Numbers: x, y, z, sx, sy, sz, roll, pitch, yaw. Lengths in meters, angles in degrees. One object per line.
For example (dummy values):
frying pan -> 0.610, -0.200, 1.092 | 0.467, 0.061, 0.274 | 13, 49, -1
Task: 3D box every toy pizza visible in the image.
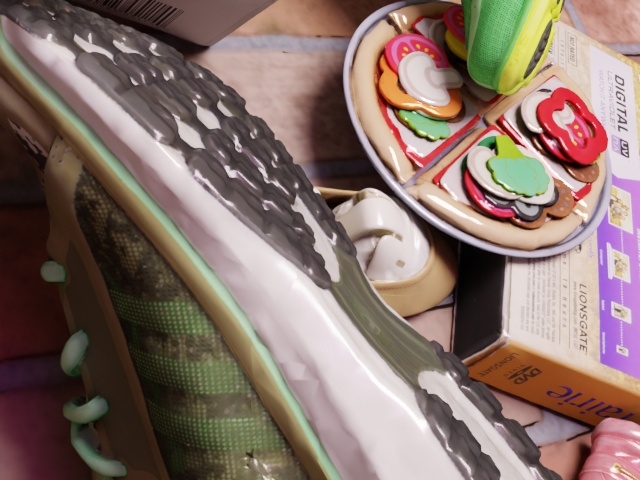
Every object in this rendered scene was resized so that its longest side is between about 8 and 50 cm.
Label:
toy pizza -> 0.109, -0.082, 0.618 | 0.201, 0.032, 0.201 | 13, 56, -21

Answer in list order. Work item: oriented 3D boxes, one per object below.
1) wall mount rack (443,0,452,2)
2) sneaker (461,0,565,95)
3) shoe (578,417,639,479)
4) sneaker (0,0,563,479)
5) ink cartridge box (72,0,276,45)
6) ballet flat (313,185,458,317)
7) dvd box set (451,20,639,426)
wall mount rack -> 0.090, -0.358, 0.757 | 0.304, 0.130, 0.350 | -37, 86, -27
sneaker -> 0.092, -0.228, 0.612 | 0.124, 0.109, 0.295 | -6, 77, 8
shoe -> 0.235, 0.182, 0.595 | 0.178, 0.063, 0.081 | 31, 56, -7
sneaker -> -0.062, 0.060, 0.410 | 0.410, 0.182, 0.158 | 51, 13, 8
ink cartridge box -> -0.038, -0.291, 0.502 | 0.130, 0.272, 0.309 | 15, 82, -24
ballet flat -> 0.000, 0.000, 0.551 | 0.232, 0.073, 0.080 | 3, 60, -30
dvd box set -> 0.295, 0.023, 0.728 | 0.420, 0.062, 0.307 | 22, 54, -19
